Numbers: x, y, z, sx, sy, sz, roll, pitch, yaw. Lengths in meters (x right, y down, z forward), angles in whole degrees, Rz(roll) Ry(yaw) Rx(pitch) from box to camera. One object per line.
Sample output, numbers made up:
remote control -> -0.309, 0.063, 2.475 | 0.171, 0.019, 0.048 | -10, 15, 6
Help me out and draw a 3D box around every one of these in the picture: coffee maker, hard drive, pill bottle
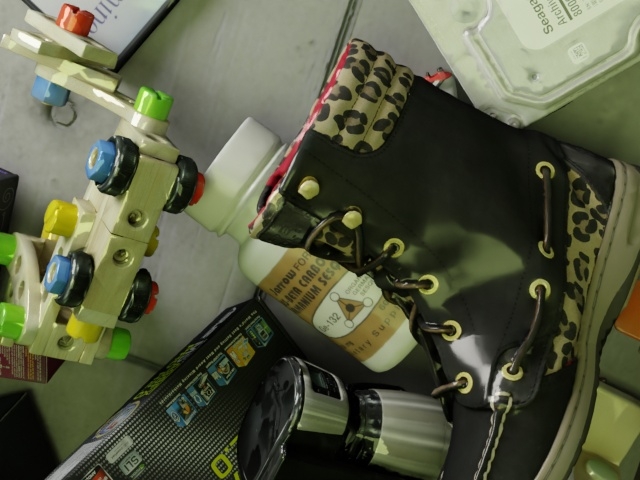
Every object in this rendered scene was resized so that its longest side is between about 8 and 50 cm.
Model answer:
coffee maker -> 0.023, 0.197, 0.990 | 0.178, 0.120, 0.171 | 15, 91, -20
hard drive -> 0.228, -0.263, 0.918 | 0.339, 0.064, 0.237 | -29, 102, 18
pill bottle -> 0.000, 0.000, 1.006 | 0.229, 0.131, 0.131 | 37, 110, -4

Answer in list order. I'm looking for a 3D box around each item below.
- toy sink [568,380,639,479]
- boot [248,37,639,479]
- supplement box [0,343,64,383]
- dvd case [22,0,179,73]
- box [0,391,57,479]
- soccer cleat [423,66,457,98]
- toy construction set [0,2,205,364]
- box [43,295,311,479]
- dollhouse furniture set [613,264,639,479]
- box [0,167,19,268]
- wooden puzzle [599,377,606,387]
toy sink -> 0.186, 0.241, 1.053 | 0.153, 0.131, 0.234 | 26, 113, -1
boot -> 0.076, 0.044, 0.874 | 0.284, 0.138, 0.377 | 29, 72, -8
supplement box -> -0.299, 0.106, 1.130 | 0.083, 0.055, 0.043 | 8, 111, 7
dvd case -> -0.222, -0.290, 1.000 | 0.253, 0.022, 0.180 | 43, 109, -7
box -> -0.403, 0.340, 1.157 | 0.296, 0.182, 0.294 | -13, 107, 14
soccer cleat -> 0.080, -0.123, 1.006 | 0.083, 0.029, 0.035 | -21, 100, 10
toy construction set -> -0.205, -0.033, 0.996 | 0.151, 0.215, 0.327 | 1, 111, -25
box -> -0.088, 0.214, 1.030 | 0.216, 0.270, 0.060 | 54, 143, -9
dollhouse furniture set -> 0.350, 0.105, 0.920 | 0.262, 0.135, 0.259 | 26, 72, 4
box -> -0.409, 0.014, 0.991 | 0.143, 0.270, 0.165 | 23, 111, 15
wooden puzzle -> 0.245, 0.153, 1.085 | 0.049, 0.006, 0.083 | 0, 109, 9
